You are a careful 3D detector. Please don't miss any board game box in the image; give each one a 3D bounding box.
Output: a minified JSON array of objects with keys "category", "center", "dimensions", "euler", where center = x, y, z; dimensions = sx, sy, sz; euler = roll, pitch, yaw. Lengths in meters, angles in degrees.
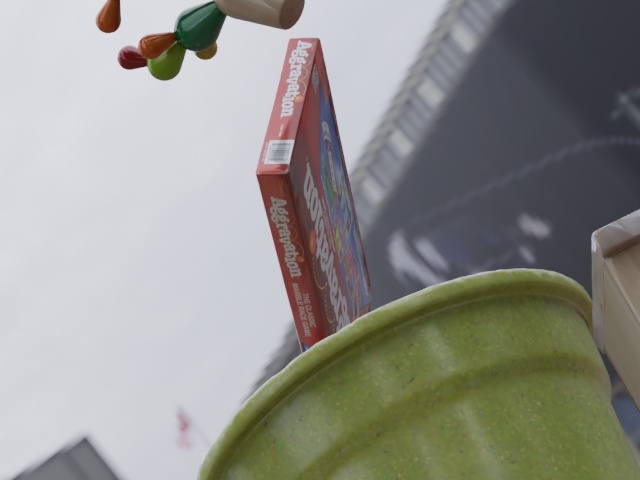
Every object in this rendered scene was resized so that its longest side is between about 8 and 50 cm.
[{"category":"board game box","center":[0.000,0.000,1.439],"dimensions":[0.281,0.027,0.145],"euler":[77,-161,-45]}]

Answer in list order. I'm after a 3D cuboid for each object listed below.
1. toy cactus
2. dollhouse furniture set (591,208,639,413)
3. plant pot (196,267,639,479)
[{"category":"toy cactus","center":[-0.089,-0.214,1.525],"dimensions":[0.112,0.180,0.219],"euler":[-17,-51,-54]},{"category":"dollhouse furniture set","center":[0.314,0.059,0.925],"dimensions":[0.303,0.198,0.286],"euler":[-25,-25,-3]},{"category":"plant pot","center":[0.103,0.199,1.106],"dimensions":[0.276,0.254,0.276],"euler":[-22,-31,-14]}]
